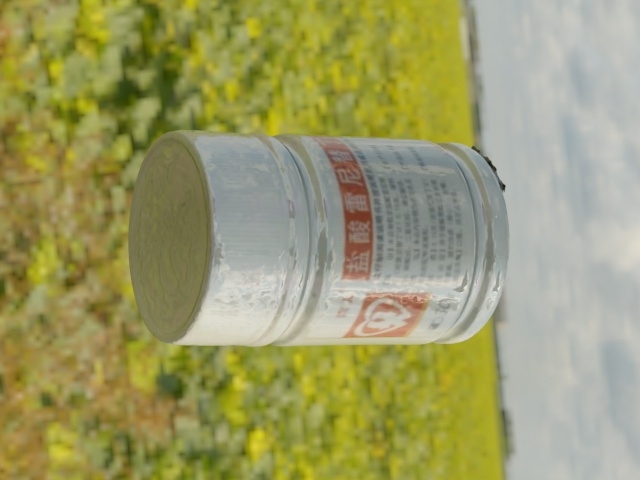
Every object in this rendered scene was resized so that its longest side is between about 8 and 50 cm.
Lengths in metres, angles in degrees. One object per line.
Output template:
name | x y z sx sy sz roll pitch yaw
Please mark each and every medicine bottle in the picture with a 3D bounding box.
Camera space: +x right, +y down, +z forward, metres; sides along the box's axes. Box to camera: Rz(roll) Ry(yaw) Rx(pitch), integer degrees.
medicine bottle | 0.000 0.000 0.488 0.057 0.089 0.057 -5 -95 62
